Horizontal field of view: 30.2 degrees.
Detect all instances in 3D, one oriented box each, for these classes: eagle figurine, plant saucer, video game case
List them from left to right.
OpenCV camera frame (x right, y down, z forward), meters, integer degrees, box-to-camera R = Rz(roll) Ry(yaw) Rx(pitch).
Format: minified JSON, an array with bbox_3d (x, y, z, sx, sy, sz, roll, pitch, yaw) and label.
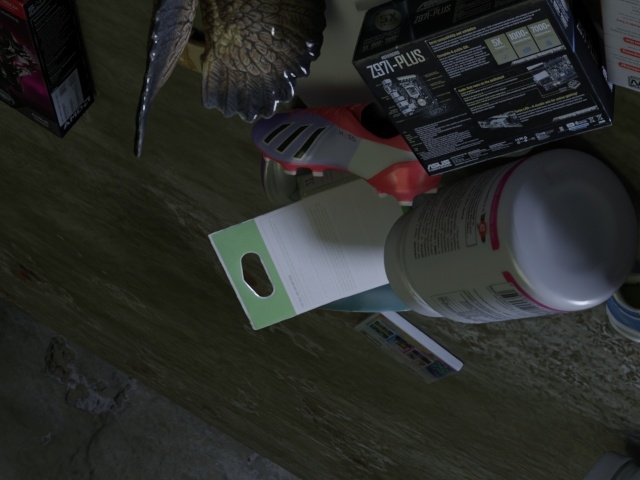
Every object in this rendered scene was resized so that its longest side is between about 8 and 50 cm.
[{"bbox_3d":[-0.115,-0.248,1.038,0.225,0.226,0.298,143,103,-80],"label":"eagle figurine"},{"bbox_3d":[0.068,0.067,1.646,0.195,0.037,0.195,-1,-174,0],"label":"plant saucer"},{"bbox_3d":[0.138,0.167,1.890,0.157,0.019,0.143,37,159,-3],"label":"video game case"}]

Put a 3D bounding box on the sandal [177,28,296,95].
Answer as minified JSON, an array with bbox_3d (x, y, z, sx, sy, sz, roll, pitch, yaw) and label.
[{"bbox_3d":[-0.124,-0.195,1.429,0.240,0.079,0.088,22,156,31],"label":"sandal"}]

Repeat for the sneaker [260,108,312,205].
[{"bbox_3d":[0.019,-0.059,1.509,0.152,0.114,0.305,2,145,21],"label":"sneaker"}]

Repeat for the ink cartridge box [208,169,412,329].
[{"bbox_3d":[0.000,0.000,1.441,0.056,0.235,0.171,-102,-8,-52],"label":"ink cartridge box"}]

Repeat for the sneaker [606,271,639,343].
[{"bbox_3d":[0.387,0.085,1.247,0.211,0.080,0.081,15,154,40],"label":"sneaker"}]

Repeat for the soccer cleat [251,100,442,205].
[{"bbox_3d":[0.024,-0.109,1.220,0.248,0.083,0.095,22,126,41],"label":"soccer cleat"}]

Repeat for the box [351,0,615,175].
[{"bbox_3d":[0.143,-0.151,1.024,0.180,0.077,0.147,-16,131,31],"label":"box"}]

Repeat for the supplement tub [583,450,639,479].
[{"bbox_3d":[0.508,0.448,1.611,0.331,0.241,0.241,22,156,30],"label":"supplement tub"}]

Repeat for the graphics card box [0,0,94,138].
[{"bbox_3d":[-0.450,-0.313,1.660,0.233,0.094,0.371,32,160,8],"label":"graphics card box"}]

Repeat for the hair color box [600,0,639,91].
[{"bbox_3d":[0.262,-0.175,0.933,0.072,0.043,0.141,23,155,29],"label":"hair color box"}]

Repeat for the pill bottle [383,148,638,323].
[{"bbox_3d":[0.189,0.005,1.266,0.160,0.160,0.283,41,158,-14],"label":"pill bottle"}]

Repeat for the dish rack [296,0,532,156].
[{"bbox_3d":[0.057,-0.178,1.209,0.333,0.072,0.285,4,142,52],"label":"dish rack"}]
